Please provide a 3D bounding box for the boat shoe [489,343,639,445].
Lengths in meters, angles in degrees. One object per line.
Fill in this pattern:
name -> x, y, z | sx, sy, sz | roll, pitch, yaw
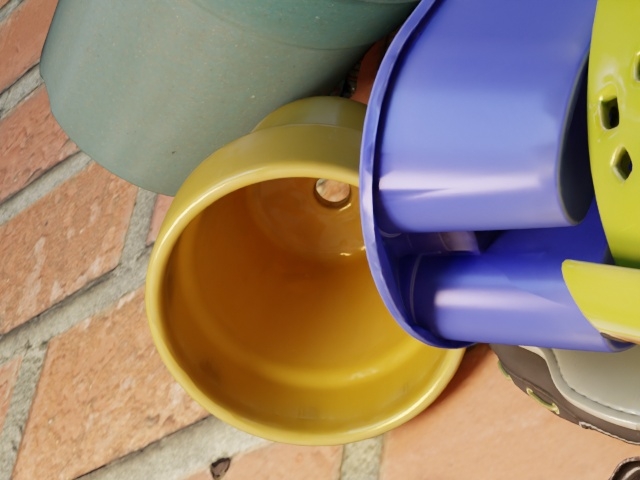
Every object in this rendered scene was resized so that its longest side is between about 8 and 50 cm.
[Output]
boat shoe -> 0.185, 0.088, 1.028 | 0.081, 0.068, 0.228 | -31, 29, -11

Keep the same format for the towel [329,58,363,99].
towel -> -0.047, -0.323, 1.595 | 0.370, 0.040, 0.271 | 32, 111, 46

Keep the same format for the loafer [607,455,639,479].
loafer -> 0.176, 0.223, 0.896 | 0.080, 0.078, 0.220 | -13, 52, 52

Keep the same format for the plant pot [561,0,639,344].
plant pot -> 0.281, -0.021, 0.820 | 0.227, 0.228, 0.207 | 11, 85, 58

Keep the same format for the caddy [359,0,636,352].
caddy -> 0.147, -0.078, 1.006 | 0.179, 0.241, 0.341 | 7, 46, 34

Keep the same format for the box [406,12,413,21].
box -> 0.174, -0.212, 1.331 | 0.183, 0.059, 0.233 | -60, 29, -2

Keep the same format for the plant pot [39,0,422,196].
plant pot -> -0.087, -0.233, 1.381 | 0.334, 0.341, 0.341 | -53, 25, 42

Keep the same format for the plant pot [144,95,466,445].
plant pot -> 0.000, 0.000, 1.234 | 0.254, 0.254, 0.239 | -43, 16, 24
